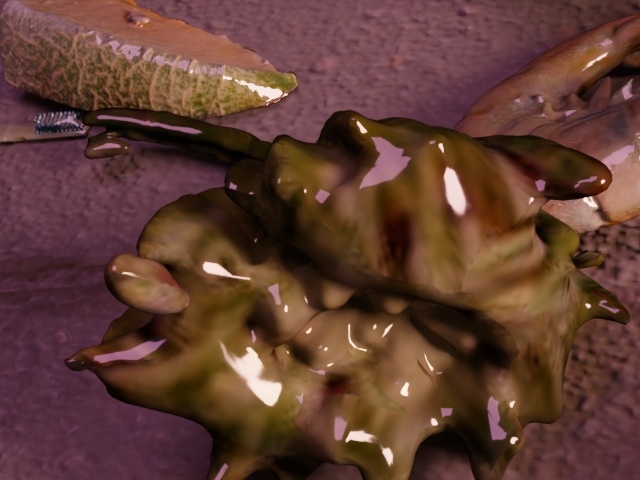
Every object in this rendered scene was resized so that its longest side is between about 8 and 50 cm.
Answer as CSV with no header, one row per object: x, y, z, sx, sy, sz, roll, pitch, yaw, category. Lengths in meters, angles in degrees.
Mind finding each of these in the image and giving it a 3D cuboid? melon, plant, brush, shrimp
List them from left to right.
-0.181,-0.069,0.988,0.083,0.013,0.016,-5,49,19,brush
-0.107,-0.110,0.979,0.182,0.054,0.098,26,39,37,melon
0.002,-0.033,0.782,0.251,0.180,0.333,0,35,-9,plant
0.180,-0.078,0.831,0.254,0.059,0.145,-31,35,-2,shrimp
